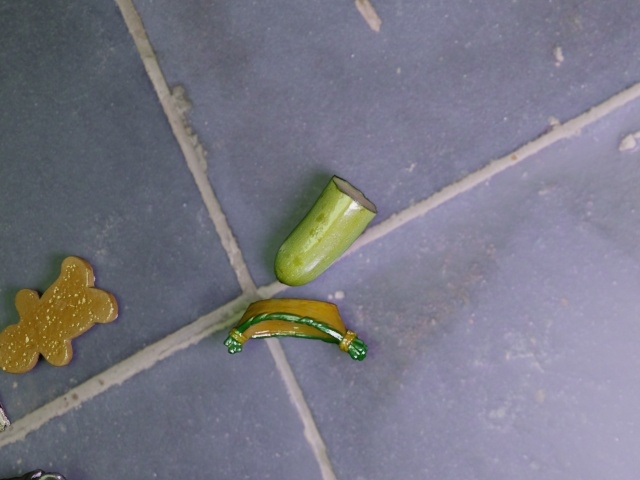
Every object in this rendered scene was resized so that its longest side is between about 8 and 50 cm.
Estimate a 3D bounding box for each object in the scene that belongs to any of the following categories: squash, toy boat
[{"bbox_3d":[0.000,0.000,1.731,0.095,0.095,0.188,42,102,20],"label":"squash"},{"bbox_3d":[-0.037,0.139,1.721,0.229,0.089,0.088,0,69,17],"label":"toy boat"}]

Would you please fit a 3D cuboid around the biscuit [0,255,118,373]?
[{"bbox_3d":[-0.458,0.139,1.907,0.240,0.035,0.158,-38,70,12],"label":"biscuit"}]

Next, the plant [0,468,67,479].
[{"bbox_3d":[-0.530,0.478,1.807,0.276,0.188,0.199,-8,81,20],"label":"plant"}]

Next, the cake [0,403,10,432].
[{"bbox_3d":[-0.591,0.272,1.931,0.051,0.055,0.140,-36,74,6],"label":"cake"}]
